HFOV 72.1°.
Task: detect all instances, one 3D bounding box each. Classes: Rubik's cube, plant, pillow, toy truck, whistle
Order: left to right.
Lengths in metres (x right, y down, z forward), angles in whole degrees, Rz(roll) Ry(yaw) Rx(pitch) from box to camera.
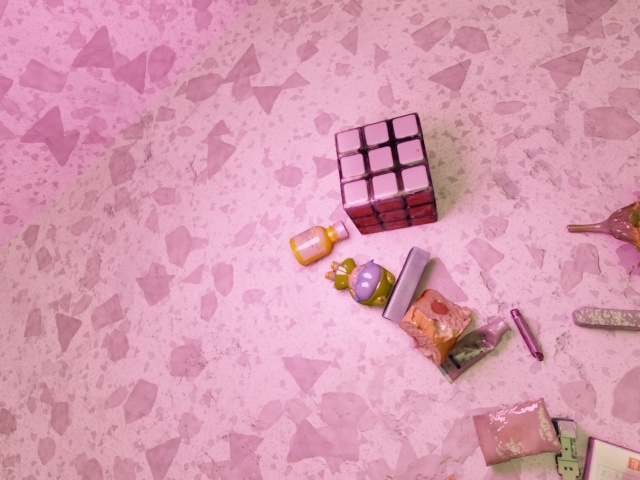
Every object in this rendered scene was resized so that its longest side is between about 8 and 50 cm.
[{"bbox_3d":[0.238,-0.222,1.562,0.303,0.305,0.301,-11,69,13],"label":"Rubik's cube"},{"bbox_3d":[0.576,0.570,1.301,0.229,0.050,0.148,-29,62,26],"label":"pillow"},{"bbox_3d":[0.657,0.300,1.399,0.033,0.033,0.177,-24,67,9],"label":"whistle"},{"bbox_3d":[0.706,0.603,1.260,0.067,0.081,0.175,-2,72,20],"label":"toy truck"},{"bbox_3d":[0.969,-0.025,1.348,0.261,0.297,0.306,45,45,2],"label":"plant"}]

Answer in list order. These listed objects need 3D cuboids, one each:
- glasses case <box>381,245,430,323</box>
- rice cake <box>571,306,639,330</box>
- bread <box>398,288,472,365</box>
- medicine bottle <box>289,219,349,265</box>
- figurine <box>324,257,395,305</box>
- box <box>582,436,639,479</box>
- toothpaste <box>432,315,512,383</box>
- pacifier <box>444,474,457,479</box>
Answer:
[{"bbox_3d":[0.285,0.150,1.531,0.056,0.105,0.266,28,81,-19],"label":"glasses case"},{"bbox_3d":[0.877,0.238,1.331,0.206,0.069,0.063,2,72,16],"label":"rice cake"},{"bbox_3d":[0.372,0.244,1.396,0.183,0.211,0.224,33,72,20],"label":"bread"},{"bbox_3d":[0.000,0.000,1.664,0.212,0.122,0.122,-27,67,8],"label":"medicine bottle"},{"bbox_3d":[0.139,0.140,1.573,0.263,0.143,0.162,17,72,39],"label":"figurine"},{"bbox_3d":[0.790,0.695,1.203,0.134,0.079,0.270,12,77,22],"label":"box"},{"bbox_3d":[0.496,0.349,1.432,0.266,0.061,0.096,-41,67,10],"label":"toothpaste"},{"bbox_3d":[0.409,0.756,1.331,0.064,0.068,0.084,10,74,-14],"label":"pacifier"}]
